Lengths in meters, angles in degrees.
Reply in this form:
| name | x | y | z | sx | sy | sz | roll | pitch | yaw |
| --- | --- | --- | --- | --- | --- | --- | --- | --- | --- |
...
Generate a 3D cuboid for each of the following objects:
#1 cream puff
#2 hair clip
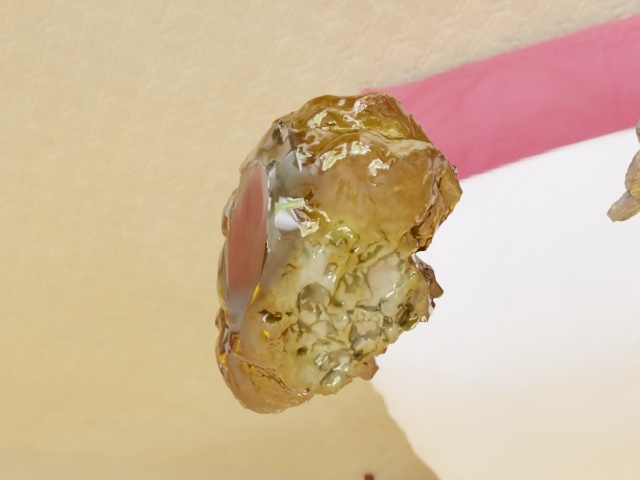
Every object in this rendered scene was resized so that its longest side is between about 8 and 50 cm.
| name | x | y | z | sx | sy | sz | roll | pitch | yaw |
| --- | --- | --- | --- | --- | --- | --- | --- | --- | --- |
| cream puff | 0.000 | 0.000 | 0.688 | 0.155 | 0.241 | 0.269 | 15 | 151 | -28 |
| hair clip | 0.359 | -0.084 | 0.891 | 0.146 | 0.056 | 0.187 | -22 | 162 | -7 |
